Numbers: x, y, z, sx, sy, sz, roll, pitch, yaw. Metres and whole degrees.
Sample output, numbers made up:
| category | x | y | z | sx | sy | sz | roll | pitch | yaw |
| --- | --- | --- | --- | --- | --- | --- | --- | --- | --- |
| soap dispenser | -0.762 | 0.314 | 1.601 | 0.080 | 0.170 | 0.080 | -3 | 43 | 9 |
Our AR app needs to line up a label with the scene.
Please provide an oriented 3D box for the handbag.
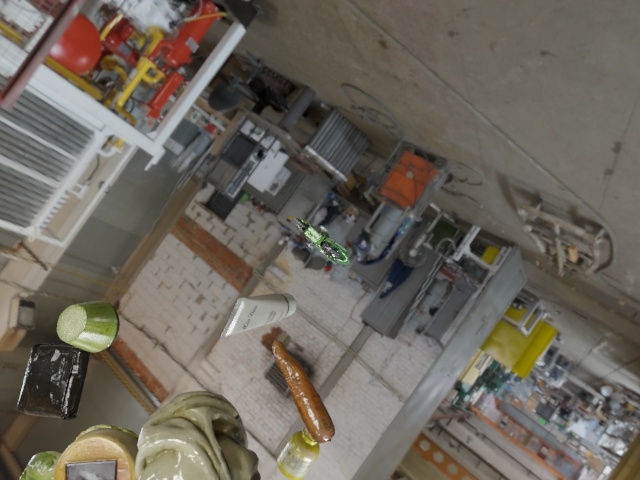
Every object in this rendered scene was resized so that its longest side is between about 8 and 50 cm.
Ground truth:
| category | x | y | z | sx | sy | sz | roll | pitch | yaw |
| --- | --- | --- | --- | --- | --- | --- | --- | --- | --- |
| handbag | -0.917 | 0.481 | 1.695 | 0.223 | 0.246 | 0.080 | 0 | 163 | 17 |

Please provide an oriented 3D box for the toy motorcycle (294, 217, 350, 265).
| category | x | y | z | sx | sy | sz | roll | pitch | yaw |
| --- | --- | --- | --- | --- | --- | --- | --- | --- | --- |
| toy motorcycle | 0.000 | 0.000 | 1.385 | 0.190 | 0.074 | 0.106 | 42 | -176 | 37 |

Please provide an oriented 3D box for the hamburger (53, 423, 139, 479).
| category | x | y | z | sx | sy | sz | roll | pitch | yaw |
| --- | --- | --- | --- | --- | --- | --- | --- | --- | --- |
| hamburger | -0.674 | 0.731 | 1.553 | 0.300 | 0.300 | 0.176 | 35 | 168 | 10 |

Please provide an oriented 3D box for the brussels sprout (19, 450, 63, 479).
| category | x | y | z | sx | sy | sz | roll | pitch | yaw |
| --- | --- | --- | --- | --- | --- | --- | --- | --- | --- |
| brussels sprout | -0.898 | 0.763 | 1.615 | 0.139 | 0.181 | 0.100 | 58 | -153 | -2 |

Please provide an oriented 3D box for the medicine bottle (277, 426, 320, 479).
| category | x | y | z | sx | sy | sz | roll | pitch | yaw |
| --- | --- | --- | --- | --- | --- | --- | --- | --- | --- |
| medicine bottle | -0.058 | 0.733 | 1.752 | 0.122 | 0.212 | 0.122 | 27 | -166 | -8 |

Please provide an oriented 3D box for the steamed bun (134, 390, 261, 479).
| category | x | y | z | sx | sy | sz | roll | pitch | yaw |
| --- | --- | --- | --- | --- | --- | --- | --- | --- | --- |
| steamed bun | -0.245 | 0.517 | 1.074 | 0.237 | 0.394 | 0.346 | -2 | 132 | 6 |

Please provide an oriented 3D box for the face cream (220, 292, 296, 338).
| category | x | y | z | sx | sy | sz | roll | pitch | yaw |
| --- | --- | --- | --- | --- | --- | --- | --- | --- | --- |
| face cream | -0.189 | 0.218 | 1.541 | 0.089 | 0.143 | 0.314 | 36 | -163 | 25 |

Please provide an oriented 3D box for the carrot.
| category | x | y | z | sx | sy | sz | roll | pitch | yaw |
| --- | --- | --- | --- | --- | --- | --- | --- | --- | --- |
| carrot | -0.042 | 0.313 | 1.047 | 0.248 | 0.059 | 0.059 | 58 | -172 | 24 |

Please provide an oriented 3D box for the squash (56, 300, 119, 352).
| category | x | y | z | sx | sy | sz | roll | pitch | yaw |
| --- | --- | --- | --- | --- | --- | --- | --- | --- | --- |
| squash | -0.748 | 0.269 | 1.573 | 0.170 | 0.170 | 0.123 | 35 | 177 | 26 |
